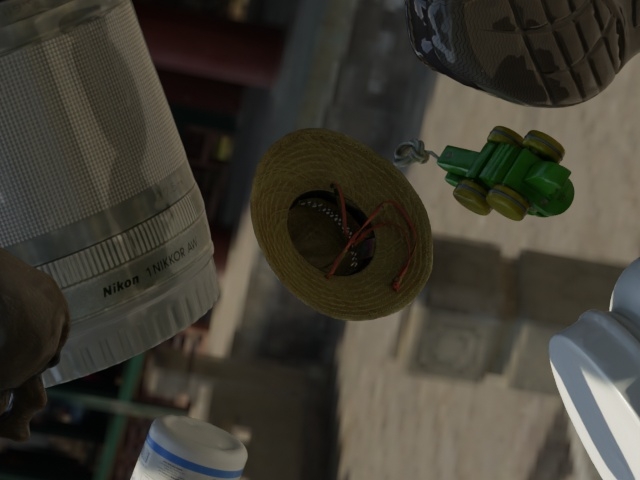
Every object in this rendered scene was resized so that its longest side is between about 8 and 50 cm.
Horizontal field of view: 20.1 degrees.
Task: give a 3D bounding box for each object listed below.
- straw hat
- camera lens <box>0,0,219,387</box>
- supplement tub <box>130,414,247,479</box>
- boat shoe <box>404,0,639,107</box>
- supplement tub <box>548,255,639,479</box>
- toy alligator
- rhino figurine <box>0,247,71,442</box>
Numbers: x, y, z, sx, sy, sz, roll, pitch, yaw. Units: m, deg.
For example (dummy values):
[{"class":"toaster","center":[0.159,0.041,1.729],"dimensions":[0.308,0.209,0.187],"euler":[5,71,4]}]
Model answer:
[{"class":"straw hat","center":[0.000,0.000,1.211],"dimensions":[0.061,0.144,0.144],"euler":[-31,46,51]},{"class":"camera lens","center":[-0.209,-0.055,1.288],"dimensions":[0.219,0.219,0.274],"euler":[-115,6,-76]},{"class":"supplement tub","center":[-0.098,0.179,1.231],"dimensions":[0.071,0.071,0.107],"euler":[-115,44,-77]},{"class":"boat shoe","center":[0.149,-0.168,1.267],"dimensions":[0.355,0.130,0.132],"euler":[-18,-71,-54]},{"class":"supplement tub","center":[0.332,0.070,1.181],"dimensions":[0.228,0.316,0.228],"euler":[60,173,13]},{"class":"toy alligator","center":[0.118,-0.041,1.225],"dimensions":[0.056,0.051,0.190],"euler":[-57,29,-12]},{"class":"rhino figurine","center":[-0.252,0.023,1.011],"dimensions":[0.106,0.243,0.073],"euler":[-60,10,14]}]
